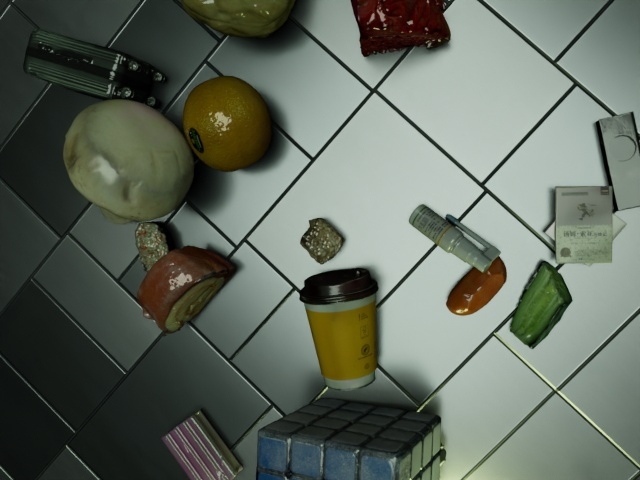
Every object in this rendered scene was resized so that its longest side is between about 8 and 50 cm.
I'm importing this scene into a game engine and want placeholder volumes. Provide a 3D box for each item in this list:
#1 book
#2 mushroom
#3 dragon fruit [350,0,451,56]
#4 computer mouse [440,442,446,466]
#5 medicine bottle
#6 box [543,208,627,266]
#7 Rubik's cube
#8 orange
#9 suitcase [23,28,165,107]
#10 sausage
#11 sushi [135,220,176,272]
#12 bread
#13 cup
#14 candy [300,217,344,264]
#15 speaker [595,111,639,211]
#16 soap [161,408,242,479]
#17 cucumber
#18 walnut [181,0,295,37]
[{"bbox_3d":[0.606,-0.036,1.576,0.127,0.014,0.182,0,94,11],"label":"book"},{"bbox_3d":[-0.442,-0.183,1.665,0.315,0.356,0.315,-5,70,14],"label":"mushroom"},{"bbox_3d":[0.149,-0.507,1.570,0.302,0.330,0.240,25,120,7],"label":"dragon fruit"},{"bbox_3d":[0.240,0.543,1.709,0.172,0.057,0.099,-31,74,21],"label":"computer mouse"},{"bbox_3d":[0.322,-0.011,1.643,0.092,0.061,0.220,-38,64,-26],"label":"medicine bottle"},{"bbox_3d":[0.619,-0.029,1.608,0.130,0.051,0.129,39,99,7],"label":"box"},{"bbox_3d":[0.073,0.578,1.571,0.344,0.343,0.337,4,92,26],"label":"Rubik's cube"},{"bbox_3d":[-0.228,-0.286,1.674,0.236,0.236,0.236,1,94,11],"label":"orange"},{"bbox_3d":[-0.577,-0.431,1.742,0.312,0.202,0.128,18,96,9],"label":"suitcase"},{"bbox_3d":[0.380,0.112,1.647,0.089,0.089,0.179,44,93,6],"label":"sausage"},{"bbox_3d":[-0.432,0.022,1.804,0.090,0.078,0.151,-15,89,11],"label":"sushi"},{"bbox_3d":[-0.359,0.123,1.748,0.123,0.190,0.244,45,104,19],"label":"bread"},{"bbox_3d":[0.055,0.211,1.674,0.196,0.196,0.280,-5,101,11],"label":"cup"},{"bbox_3d":[0.000,0.000,1.717,0.110,0.085,0.095,39,93,-4],"label":"candy"},{"bbox_3d":[0.704,-0.182,1.585,0.082,0.044,0.218,-11,91,11],"label":"speaker"},{"bbox_3d":[-0.315,0.567,1.820,0.122,0.065,0.203,-38,86,11],"label":"soap"},{"bbox_3d":[0.533,0.161,1.624,0.193,0.085,0.115,-59,38,10],"label":"cucumber"},{"bbox_3d":[-0.184,-0.622,1.626,0.276,0.253,0.282,15,93,4],"label":"walnut"}]
